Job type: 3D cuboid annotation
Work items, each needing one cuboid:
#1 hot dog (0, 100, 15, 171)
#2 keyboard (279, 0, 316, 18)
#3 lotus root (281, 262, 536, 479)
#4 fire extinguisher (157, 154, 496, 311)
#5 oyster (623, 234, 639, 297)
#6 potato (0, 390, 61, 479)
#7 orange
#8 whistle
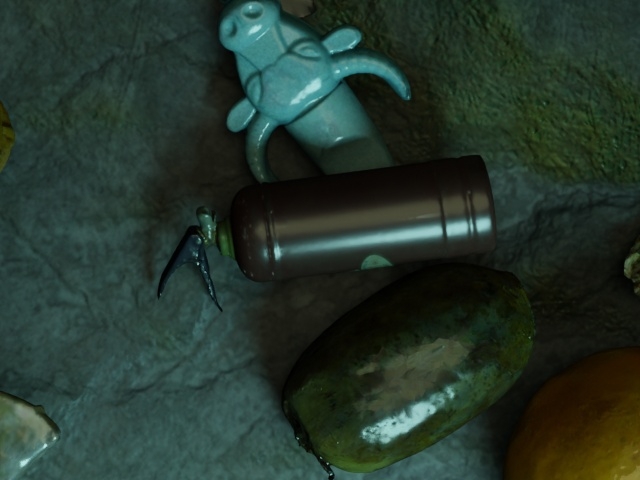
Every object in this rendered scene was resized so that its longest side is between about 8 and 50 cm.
[{"bbox_3d":[-0.410,-0.077,1.585,0.160,0.099,0.227,45,82,-3],"label":"hot dog"},{"bbox_3d":[-0.079,-0.313,1.709,0.074,0.015,0.196,-27,90,-8],"label":"keyboard"},{"bbox_3d":[0.093,0.122,1.632,0.275,0.152,0.160,-32,84,-13],"label":"lotus root"},{"bbox_3d":[0.000,0.000,1.639,0.344,0.102,0.138,-8,123,-1],"label":"fire extinguisher"},{"bbox_3d":[0.390,0.015,1.750,0.166,0.053,0.108,-45,104,-18],"label":"oyster"},{"bbox_3d":[-0.408,0.219,1.525,0.189,0.211,0.264,45,67,-3],"label":"potato"},{"bbox_3d":[0.324,0.244,1.630,0.284,0.226,0.283,2,78,-9],"label":"orange"},{"bbox_3d":[-0.018,-0.154,1.666,0.186,0.093,0.274,-36,100,12],"label":"whistle"}]
